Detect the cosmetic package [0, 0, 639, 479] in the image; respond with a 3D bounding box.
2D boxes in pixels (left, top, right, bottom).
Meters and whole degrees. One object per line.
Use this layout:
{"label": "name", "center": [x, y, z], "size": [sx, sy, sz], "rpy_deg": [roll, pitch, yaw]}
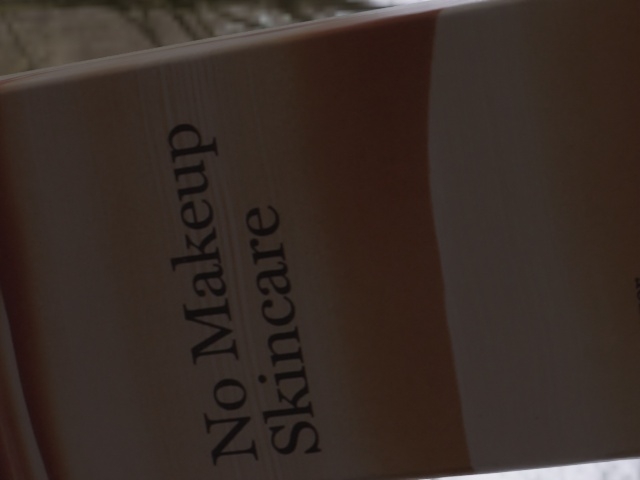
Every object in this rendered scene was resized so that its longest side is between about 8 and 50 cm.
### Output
{"label": "cosmetic package", "center": [0.000, 0.000, 0.642], "size": [0.129, 0.296, 0.153], "rpy_deg": [-31, 110, -71]}
